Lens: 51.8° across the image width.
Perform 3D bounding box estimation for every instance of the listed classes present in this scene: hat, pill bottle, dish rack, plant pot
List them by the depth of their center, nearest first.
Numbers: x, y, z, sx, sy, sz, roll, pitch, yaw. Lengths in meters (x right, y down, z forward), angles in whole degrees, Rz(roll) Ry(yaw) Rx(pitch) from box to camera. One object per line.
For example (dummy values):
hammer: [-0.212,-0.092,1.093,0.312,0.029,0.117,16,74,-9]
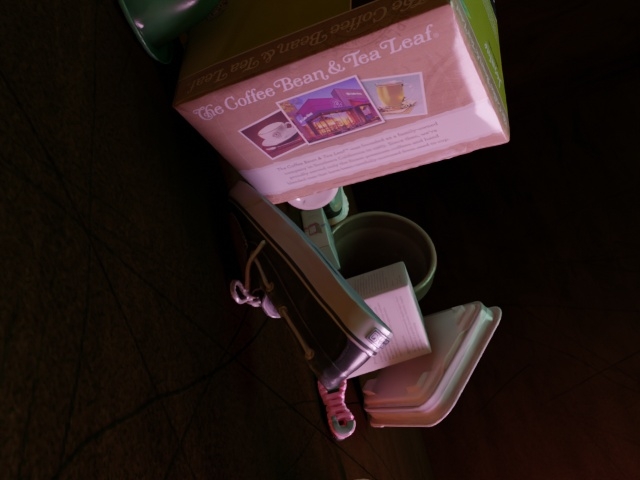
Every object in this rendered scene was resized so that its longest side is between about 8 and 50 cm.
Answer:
hat: [-0.118,-0.296,0.710,0.173,0.184,0.208,52,21,-71]
pill bottle: [-0.029,-0.162,1.349,0.215,0.117,0.117,-99,168,-56]
dish rack: [0.209,0.247,1.363,0.072,0.285,0.333,40,-25,-7]
plant pot: [0.128,0.099,1.553,0.229,0.263,0.263,92,-11,-49]

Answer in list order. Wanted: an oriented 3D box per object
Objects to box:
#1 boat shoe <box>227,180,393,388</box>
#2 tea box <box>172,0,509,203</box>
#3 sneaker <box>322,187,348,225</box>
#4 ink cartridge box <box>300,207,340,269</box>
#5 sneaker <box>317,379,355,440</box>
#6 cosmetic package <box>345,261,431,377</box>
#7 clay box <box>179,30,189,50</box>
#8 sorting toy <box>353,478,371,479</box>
boat shoe: [-0.043,0.043,0.756,0.306,0.105,0.113,47,3,36]
tea box: [0.033,-0.260,0.817,0.220,0.329,0.323,47,39,-47]
sneaker: [0.011,-0.173,1.789,0.108,0.100,0.271,54,18,-51]
ink cartridge box: [0.000,0.000,1.429,0.088,0.052,0.122,65,11,-48]
sneaker: [0.021,0.255,1.023,0.057,0.047,0.119,95,-13,-53]
cosmetic package: [0.106,0.156,1.311,0.151,0.184,0.151,-78,149,-74]
clay box: [-0.161,-0.295,0.912,0.127,0.053,0.222,-84,156,-71]
sorting toy: [0.086,0.396,0.986,0.045,0.075,0.083,49,23,-73]
